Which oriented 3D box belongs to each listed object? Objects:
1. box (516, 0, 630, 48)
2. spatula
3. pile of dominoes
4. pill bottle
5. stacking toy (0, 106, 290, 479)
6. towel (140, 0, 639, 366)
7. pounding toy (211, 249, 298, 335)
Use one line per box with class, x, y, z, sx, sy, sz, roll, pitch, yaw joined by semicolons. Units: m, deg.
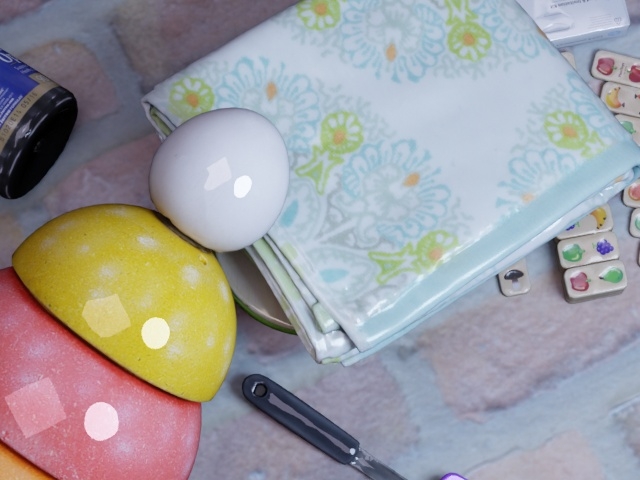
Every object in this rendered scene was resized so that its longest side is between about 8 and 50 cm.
box;0.216;-0.281;1.913;0.145;0.038;0.186;-11;77;1
spatula;0.050;0.215;1.818;0.296;0.030;0.084;33;83;8
pile of dominoes;0.251;-0.069;1.866;0.196;0.040;0.251;-11;78;0
pill bottle;-0.355;-0.143;1.865;0.219;0.123;0.122;32;81;8
stacking toy;-0.184;0.093;1.643;0.351;0.350;0.480;40;98;10
towel;0.067;-0.095;1.779;0.374;0.090;0.320;-32;75;-19
pounding toy;0.000;0.000;1.838;0.183;0.110;0.237;35;66;8
